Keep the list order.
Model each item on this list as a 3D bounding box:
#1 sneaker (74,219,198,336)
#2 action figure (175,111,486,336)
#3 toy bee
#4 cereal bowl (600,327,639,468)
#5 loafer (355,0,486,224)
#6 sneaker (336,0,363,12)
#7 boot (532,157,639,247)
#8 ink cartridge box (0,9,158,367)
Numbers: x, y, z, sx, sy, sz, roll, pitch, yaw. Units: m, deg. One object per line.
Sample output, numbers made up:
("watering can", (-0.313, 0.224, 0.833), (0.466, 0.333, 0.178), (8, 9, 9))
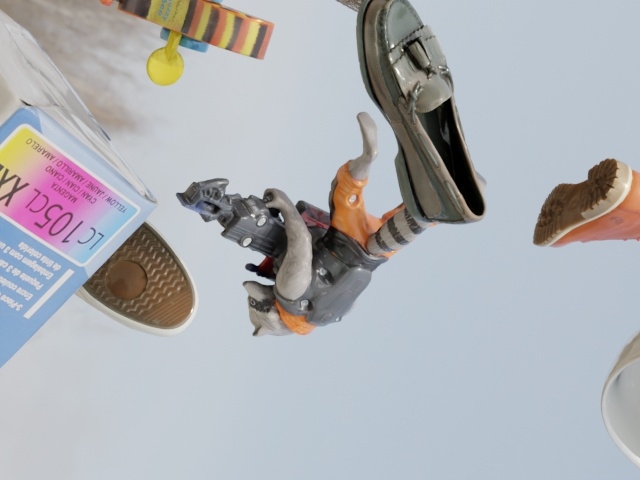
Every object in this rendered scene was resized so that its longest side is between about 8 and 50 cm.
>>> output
("sneaker", (-0.249, 0.011, 1.481), (0.106, 0.290, 0.123), (-51, 168, -17))
("action figure", (0.000, 0.000, 1.688), (0.330, 0.341, 0.178), (-48, -133, 27))
("toy bee", (-0.214, -0.309, 1.857), (0.298, 0.162, 0.195), (-1, -95, 43))
("cereal bowl", (0.535, 0.193, 1.721), (0.339, 0.339, 0.141), (-42, -162, 51))
("loafer", (0.114, -0.135, 1.400), (0.084, 0.267, 0.096), (14, -137, 44))
("sneaker", (0.016, -0.383, 1.629), (0.153, 0.282, 0.099), (-55, 160, 0))
("boot", (0.251, -0.018, 1.210), (0.158, 0.084, 0.059), (-30, -139, 64))
("ink cartridge box", (-0.339, 0.015, 0.957), (0.395, 0.151, 0.270), (-44, -135, 3))
